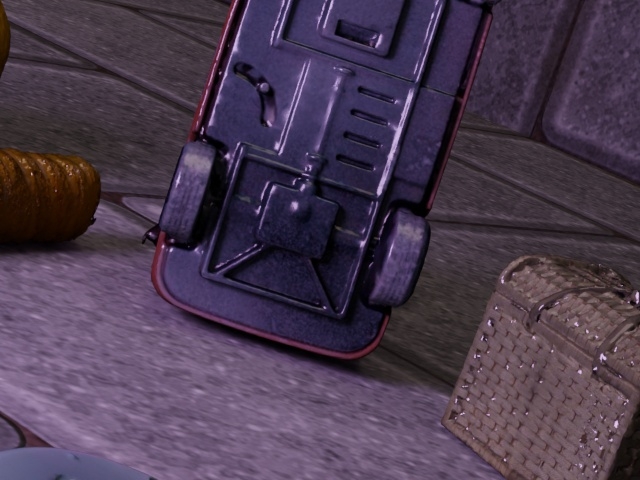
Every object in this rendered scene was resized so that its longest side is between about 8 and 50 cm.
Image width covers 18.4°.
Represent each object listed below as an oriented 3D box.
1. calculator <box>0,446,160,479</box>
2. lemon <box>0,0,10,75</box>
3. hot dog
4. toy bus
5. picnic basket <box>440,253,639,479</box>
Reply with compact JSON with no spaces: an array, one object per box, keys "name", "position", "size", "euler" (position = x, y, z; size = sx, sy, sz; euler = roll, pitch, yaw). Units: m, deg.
[{"name":"calculator","position":[-0.098,0.161,0.803],"size":[0.185,0.041,0.299],"euler":[27,16,1]},{"name":"lemon","position":[-0.360,-0.172,1.694],"size":[0.188,0.188,0.257],"euler":[16,6,-13]},{"name":"hot dog","position":[-0.266,-0.032,1.481],"size":[0.068,0.083,0.289],"euler":[47,24,25]},{"name":"toy bus","position":[0.011,-0.133,1.547],"size":[0.203,0.427,0.233],"euler":[18,0,-5]},{"name":"picnic basket","position":[0.205,0.107,1.383],"size":[0.134,0.154,0.196],"euler":[12,14,-30]}]
